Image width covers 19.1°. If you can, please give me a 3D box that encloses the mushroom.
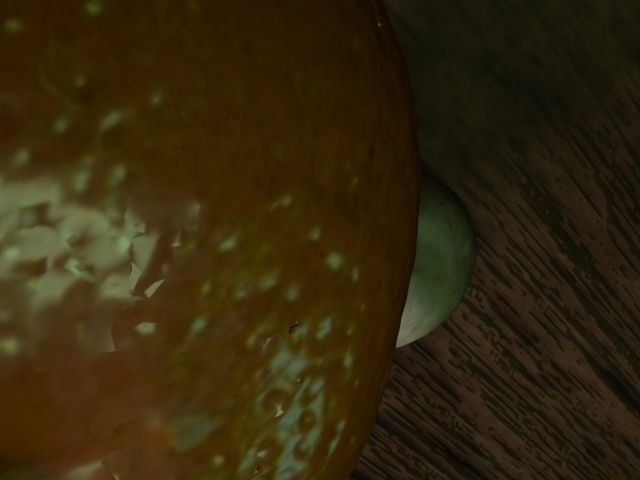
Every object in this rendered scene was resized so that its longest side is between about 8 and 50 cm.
[{"bbox_3d":[0.000,0.000,1.014,0.166,0.127,0.166,-7,174,-1],"label":"mushroom"}]

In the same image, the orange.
[{"bbox_3d":[-0.172,-0.005,0.694,0.424,0.326,0.424,-16,128,-21],"label":"orange"}]
